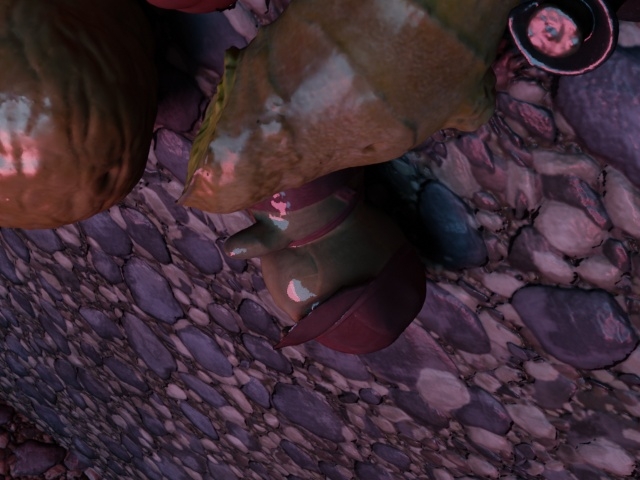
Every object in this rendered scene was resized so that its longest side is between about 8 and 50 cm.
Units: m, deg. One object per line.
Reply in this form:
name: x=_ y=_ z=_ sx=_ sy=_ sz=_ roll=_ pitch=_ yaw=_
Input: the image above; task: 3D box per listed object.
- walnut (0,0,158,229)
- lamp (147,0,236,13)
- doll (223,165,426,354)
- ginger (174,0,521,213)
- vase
walnut: x=-0.293 y=-0.156 z=0.878 sx=0.252 sy=0.277 sz=0.313 roll=13 pitch=145 yaw=-15
lamp: x=-0.121 y=-0.261 z=0.671 sx=0.182 sy=0.182 sz=0.140 roll=33 pitch=112 yaw=12
doll: x=-0.002 y=0.000 z=0.837 sx=0.256 sy=0.196 sz=0.152 roll=61 pitch=160 yaw=-17
ginger: x=0.012 y=-0.126 z=0.650 sx=0.354 sy=0.126 sz=0.190 roll=-29 pitch=120 yaw=26
vase: x=0.166 y=-0.160 z=0.479 sx=0.120 sy=0.183 sz=0.120 roll=27 pitch=144 yaw=22
